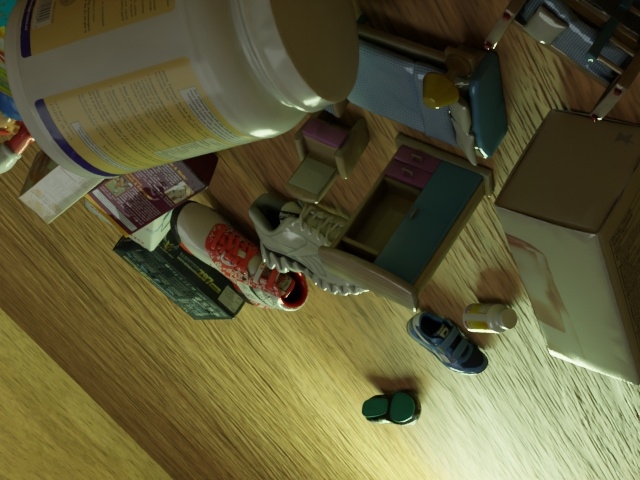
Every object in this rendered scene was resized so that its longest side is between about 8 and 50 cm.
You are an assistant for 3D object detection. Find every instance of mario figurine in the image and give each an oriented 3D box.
[{"bbox_3d":[-0.515,-0.228,2.060,0.170,0.198,0.320,34,157,-31],"label":"mario figurine"}]

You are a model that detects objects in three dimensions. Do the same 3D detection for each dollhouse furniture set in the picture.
[{"bbox_3d":[0.246,-0.217,1.074,0.129,0.129,0.184,34,158,3],"label":"dollhouse furniture set"},{"bbox_3d":[0.046,-0.113,1.477,0.286,0.198,0.303,24,155,25],"label":"dollhouse furniture set"}]

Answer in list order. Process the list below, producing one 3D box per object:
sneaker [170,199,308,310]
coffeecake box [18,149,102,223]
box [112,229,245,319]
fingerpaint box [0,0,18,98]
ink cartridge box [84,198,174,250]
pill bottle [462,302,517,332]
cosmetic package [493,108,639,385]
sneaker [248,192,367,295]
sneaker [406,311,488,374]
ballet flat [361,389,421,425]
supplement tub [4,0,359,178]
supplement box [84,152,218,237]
[{"bbox_3d":[-0.128,0.026,2.146,0.145,0.090,0.270,8,149,47],"label":"sneaker"},{"bbox_3d":[-0.378,-0.134,1.994,0.185,0.142,0.068,-35,116,22],"label":"coffeecake box"},{"bbox_3d":[-0.276,0.065,2.468,0.232,0.059,0.183,43,156,-20],"label":"box"},{"bbox_3d":[-0.457,-0.355,1.654,0.445,0.163,0.371,30,165,32],"label":"fingerpaint box"},{"bbox_3d":[-0.325,-0.087,2.190,0.154,0.093,0.212,34,156,3],"label":"ink cartridge box"},{"bbox_3d":[0.248,0.113,1.842,0.043,0.043,0.083,46,156,-24],"label":"pill bottle"},{"bbox_3d":[0.310,0.012,1.414,0.129,0.153,0.296,18,151,34],"label":"cosmetic package"},{"bbox_3d":[0.000,0.000,1.902,0.292,0.110,0.118,13,140,42],"label":"sneaker"},{"bbox_3d":[0.202,0.162,1.995,0.144,0.053,0.059,31,155,7],"label":"sneaker"},{"bbox_3d":[0.152,0.319,2.386,0.070,0.070,0.188,44,158,-20],"label":"ballet flat"},{"bbox_3d":[-0.149,-0.212,1.386,0.331,0.241,0.241,-11,135,26],"label":"supplement tub"},{"bbox_3d":[-0.267,-0.100,1.987,0.188,0.081,0.104,-29,118,29],"label":"supplement box"}]
